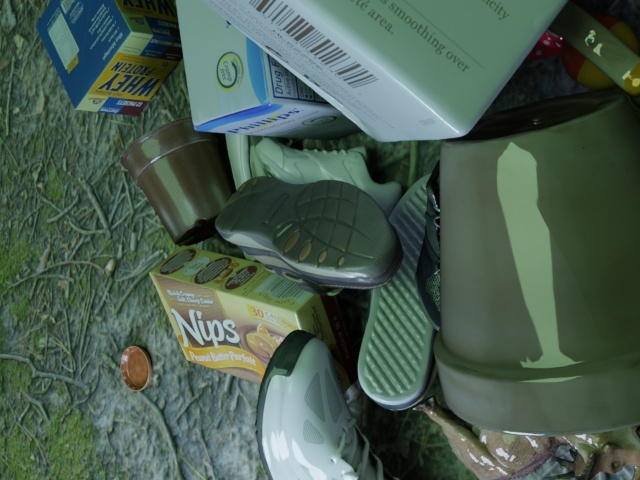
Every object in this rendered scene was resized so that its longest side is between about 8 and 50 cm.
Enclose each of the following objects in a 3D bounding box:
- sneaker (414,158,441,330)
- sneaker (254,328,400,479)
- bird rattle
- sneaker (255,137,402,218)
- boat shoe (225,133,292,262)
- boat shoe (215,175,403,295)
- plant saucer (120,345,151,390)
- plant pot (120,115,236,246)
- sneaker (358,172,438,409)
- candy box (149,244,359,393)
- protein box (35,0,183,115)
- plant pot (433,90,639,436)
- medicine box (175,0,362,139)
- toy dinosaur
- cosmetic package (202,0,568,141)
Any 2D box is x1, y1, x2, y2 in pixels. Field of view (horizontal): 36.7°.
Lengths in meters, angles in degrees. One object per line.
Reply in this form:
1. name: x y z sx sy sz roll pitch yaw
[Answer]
1. sneaker: 0.160 -0.004 1.173 0.087 0.130 0.227 5 72 9
2. sneaker: 0.079 0.320 1.283 0.258 0.169 0.447 4 121 27
3. bird rattle: 0.316 -0.215 1.077 0.143 0.207 0.253 -39 75 15
4. sneaker: 0.017 -0.097 1.390 0.232 0.090 0.115 32 87 10
5. boat shoe: -0.088 -0.119 1.490 0.109 0.091 0.305 152 111 -73
6. boat shoe: 0.000 0.000 1.284 0.132 0.130 0.355 -52 34 -11
7. plant saucer: -0.336 0.234 1.767 0.083 0.013 0.083 2 93 42
8. plant pot: -0.214 -0.089 1.563 0.167 0.167 0.165 -34 77 36
9. sneaker: 0.126 0.069 1.284 0.126 0.127 0.321 17 74 14
10. candy box: -0.103 0.125 1.465 0.316 0.087 0.183 12 131 40
11. protein box: -0.364 -0.360 1.687 0.200 0.136 0.201 -44 64 33
12. plant pot: 0.251 0.005 1.002 0.323 0.323 0.280 -4 108 41
13. medicine box: -0.039 -0.283 1.308 0.149 0.289 0.263 -12 84 41
14. toy dinosaur: 0.244 0.252 1.205 0.296 0.127 0.200 -26 96 50
15. cosmetic package: 0.096 -0.352 1.009 0.329 0.327 0.393 38 88 -11
